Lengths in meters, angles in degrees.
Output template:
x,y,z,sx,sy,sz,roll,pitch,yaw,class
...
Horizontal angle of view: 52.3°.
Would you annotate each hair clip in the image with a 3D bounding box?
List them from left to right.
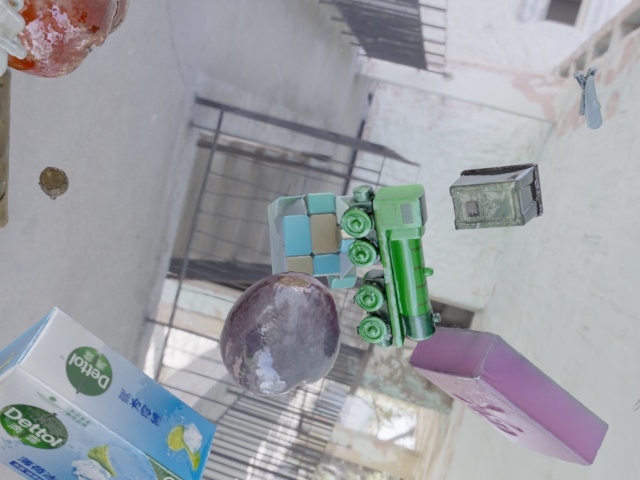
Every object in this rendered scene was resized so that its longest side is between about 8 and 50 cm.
x,y,z,sx,sy,sz,roll,pitch,yaw,class
0.357,-0.189,0.861,0.115,0.030,0.039,39,31,-56,hair clip

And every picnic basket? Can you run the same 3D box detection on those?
x,y,z,sx,sy,sz,roll,pitch,yaw,class
-0.627,-0.133,1.540,0.083,0.072,0.072,130,-20,-72,picnic basket

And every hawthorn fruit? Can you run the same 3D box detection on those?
x,y,z,sx,sy,sz,roll,pitch,yaw,class
-0.495,-0.450,1.189,0.284,0.284,0.284,16,90,-82,hawthorn fruit

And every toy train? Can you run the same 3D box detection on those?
x,y,z,sx,sy,sz,roll,pitch,yaw,class
0.102,0.039,0.921,0.085,0.119,0.251,-60,142,-61,toy train

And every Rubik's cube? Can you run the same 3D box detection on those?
x,y,z,sx,sy,sz,roll,pitch,yaw,class
0.000,0.000,1.466,0.265,0.213,0.224,167,-82,-75,Rubik's cube

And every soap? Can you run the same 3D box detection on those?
x,y,z,sx,sy,sz,roll,pitch,yaw,class
0.284,0.236,1.001,0.081,0.259,0.181,-56,-161,-17,soap

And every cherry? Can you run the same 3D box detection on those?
x,y,z,sx,sy,sz,roll,pitch,yaw,class
-0.054,0.122,0.866,0.176,0.140,0.176,-15,120,-28,cherry

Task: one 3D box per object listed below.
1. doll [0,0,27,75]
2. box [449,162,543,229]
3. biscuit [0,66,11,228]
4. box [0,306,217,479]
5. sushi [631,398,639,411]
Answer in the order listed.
x,y,z,sx,sy,sz,roll,pitch,yaw,class
-0.515,-0.233,0.884,0.293,0.138,0.119,-44,-155,1,doll
0.182,-0.044,0.680,0.063,0.084,0.060,-28,112,-56,box
-0.647,-0.171,1.180,0.217,0.044,0.325,-13,109,-69,biscuit
-0.214,0.169,0.594,0.139,0.194,0.073,-33,-155,29,box
0.476,0.073,0.788,0.264,0.050,0.290,-44,160,-16,sushi
